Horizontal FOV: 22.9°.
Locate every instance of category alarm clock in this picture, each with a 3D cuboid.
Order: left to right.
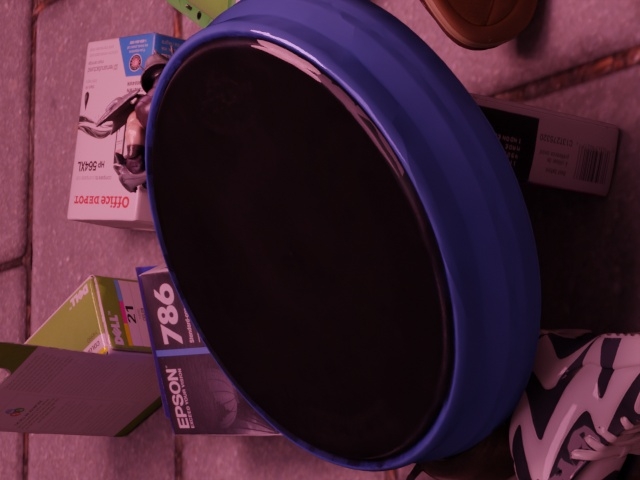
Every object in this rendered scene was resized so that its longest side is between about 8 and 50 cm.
[{"bbox_3d":[0.125,0.117,1.295,0.129,0.064,0.192,33,106,49],"label":"alarm clock"}]

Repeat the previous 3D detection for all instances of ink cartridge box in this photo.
[{"bbox_3d":[-0.274,0.119,1.636,0.189,0.255,0.097,-41,53,39],"label":"ink cartridge box"},{"bbox_3d":[-0.195,-0.114,1.720,0.148,0.086,0.203,1,84,51],"label":"ink cartridge box"},{"bbox_3d":[-0.066,0.096,1.458,0.332,0.065,0.165,-8,97,42],"label":"ink cartridge box"},{"bbox_3d":[0.054,-0.094,1.328,0.371,0.175,0.069,15,96,52],"label":"ink cartridge box"}]

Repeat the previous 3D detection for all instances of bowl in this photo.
[{"bbox_3d":[0.000,0.000,1.220,0.391,0.077,0.391,30,133,39],"label":"bowl"}]

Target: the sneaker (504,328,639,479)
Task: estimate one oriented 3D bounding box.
[{"bbox_3d":[0.219,0.142,1.148,0.235,0.094,0.153,-2,89,45],"label":"sneaker"}]

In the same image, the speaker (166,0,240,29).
[{"bbox_3d":[-0.088,-0.274,1.584,0.296,0.131,0.131,41,115,47],"label":"speaker"}]

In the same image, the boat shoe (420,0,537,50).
[{"bbox_3d":[0.092,-0.303,1.393,0.123,0.123,0.342,106,143,-66],"label":"boat shoe"}]

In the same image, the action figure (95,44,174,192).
[{"bbox_3d":[-0.116,-0.081,1.579,0.185,0.099,0.285,-37,64,19],"label":"action figure"}]
